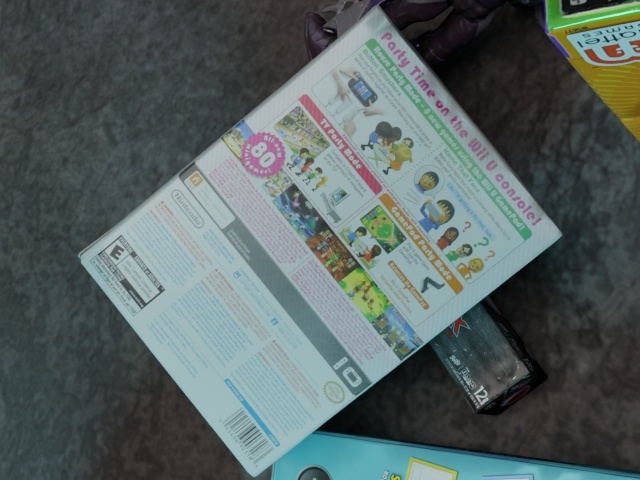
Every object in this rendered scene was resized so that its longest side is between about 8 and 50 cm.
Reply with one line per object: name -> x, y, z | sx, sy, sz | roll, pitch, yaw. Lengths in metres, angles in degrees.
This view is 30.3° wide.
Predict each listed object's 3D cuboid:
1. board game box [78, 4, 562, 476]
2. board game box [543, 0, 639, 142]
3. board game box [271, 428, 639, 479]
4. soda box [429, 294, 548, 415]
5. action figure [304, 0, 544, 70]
board game box -> 0.000, 0.000, 0.931 | 0.303, 0.097, 0.224 | -38, 89, 9
board game box -> 0.357, -0.272, 0.764 | 0.357, 0.356, 0.356 | -7, 76, 27
board game box -> 0.112, 0.291, 0.933 | 0.336, 0.079, 0.253 | 3, 81, 29
soda box -> 0.116, 0.063, 0.994 | 0.060, 0.053, 0.169 | -40, 65, 15
action figure -> 0.119, -0.205, 0.982 | 0.285, 0.185, 0.099 | -29, 44, 35
